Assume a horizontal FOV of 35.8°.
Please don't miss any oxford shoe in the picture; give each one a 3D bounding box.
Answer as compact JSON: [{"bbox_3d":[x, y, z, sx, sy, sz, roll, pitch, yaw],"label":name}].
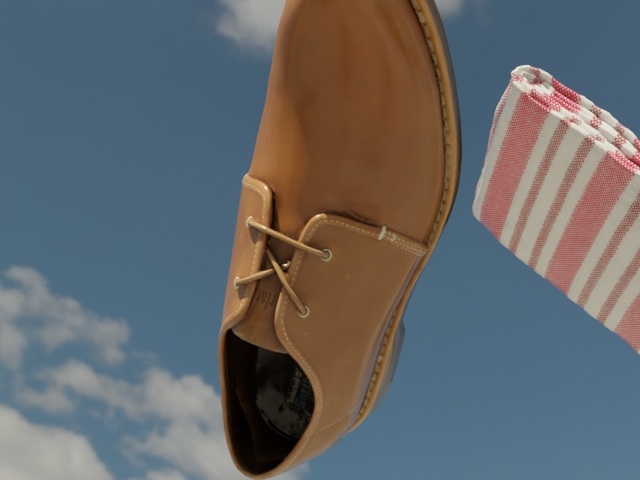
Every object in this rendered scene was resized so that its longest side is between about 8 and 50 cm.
[{"bbox_3d":[0.000,0.000,0.358,0.076,0.076,0.212,18,-60,24],"label":"oxford shoe"}]

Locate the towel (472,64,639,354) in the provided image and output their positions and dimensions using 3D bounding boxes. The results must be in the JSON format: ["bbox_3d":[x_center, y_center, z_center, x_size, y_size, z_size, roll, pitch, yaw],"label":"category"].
[{"bbox_3d":[0.170,0.002,0.538,0.197,0.029,0.144,41,-23,18],"label":"towel"}]
